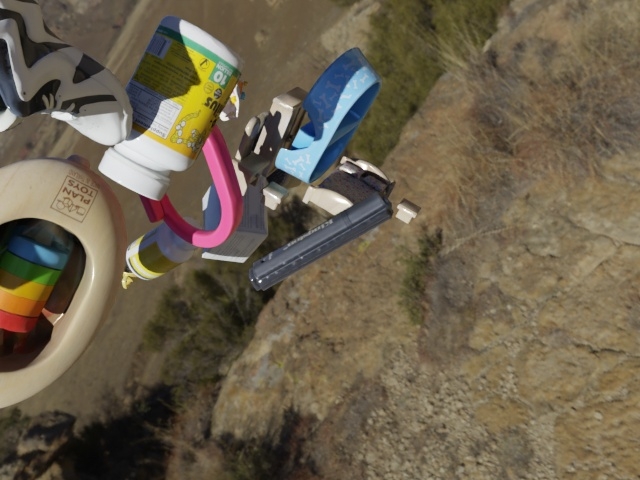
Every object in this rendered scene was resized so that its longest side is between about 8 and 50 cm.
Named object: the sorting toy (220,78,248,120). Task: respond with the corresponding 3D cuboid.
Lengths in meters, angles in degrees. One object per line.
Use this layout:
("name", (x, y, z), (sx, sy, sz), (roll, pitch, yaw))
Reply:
("sorting toy", (-0.170, -0.263, 1.179), (0.083, 0.045, 0.075), (12, 102, 45))

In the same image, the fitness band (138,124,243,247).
("fitness band", (-0.254, -0.120, 1.175), (0.209, 0.290, 0.054), (-5, 24, 27))

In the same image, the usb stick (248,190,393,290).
("usb stick", (0.000, 0.000, 1.090), (0.278, 0.045, 0.077), (-30, 28, 7))

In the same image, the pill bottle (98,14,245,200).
("pill bottle", (-0.192, -0.161, 0.790), (0.208, 0.118, 0.117), (-61, 28, 3))

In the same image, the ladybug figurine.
("ladybug figurine", (-0.504, 0.058, 1.049), (0.162, 0.305, 0.449), (23, 82, 56))

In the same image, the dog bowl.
("dog bowl", (0.018, -0.222, 1.184), (0.166, 0.074, 0.297), (-42, -10, -42))

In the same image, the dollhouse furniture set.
("dollhouse furniture set", (0.041, -0.143, 1.282), (0.303, 0.356, 0.173), (-48, -14, -57))

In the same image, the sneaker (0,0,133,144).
("sneaker", (-0.286, -0.135, 0.614), (0.094, 0.235, 0.153), (0, 59, 18))

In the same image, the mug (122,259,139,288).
("mug", (-0.499, 0.082, 1.637), (0.078, 0.062, 0.064), (-39, -21, -31))

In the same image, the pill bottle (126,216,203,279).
("pill bottle", (-0.355, 0.015, 1.444), (0.184, 0.103, 0.103), (-26, 40, 33))

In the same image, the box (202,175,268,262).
("box", (-0.221, -0.063, 1.594), (0.182, 0.119, 0.180), (-43, 45, 53))

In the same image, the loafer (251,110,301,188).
("loafer", (-0.123, -0.237, 1.708), (0.102, 0.092, 0.268), (-35, 56, 25))
